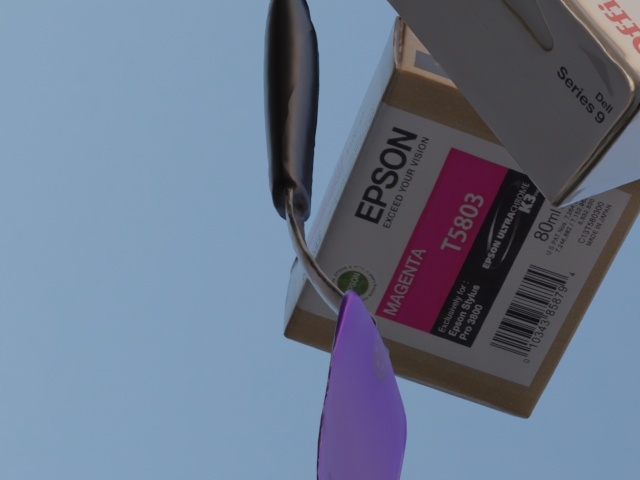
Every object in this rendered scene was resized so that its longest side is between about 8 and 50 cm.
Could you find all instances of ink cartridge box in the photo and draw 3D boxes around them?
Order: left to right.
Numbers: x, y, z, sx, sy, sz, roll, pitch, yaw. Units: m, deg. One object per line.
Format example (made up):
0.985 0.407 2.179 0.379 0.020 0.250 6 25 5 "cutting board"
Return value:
0.101 -0.012 1.340 0.088 0.193 0.234 -82 -168 -57 "ink cartridge box"
0.162 -0.121 0.999 0.154 0.212 0.093 52 -45 20 "ink cartridge box"

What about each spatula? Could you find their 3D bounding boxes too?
0.000 0.000 0.704 0.030 0.084 0.296 -16 -135 5 "spatula"
